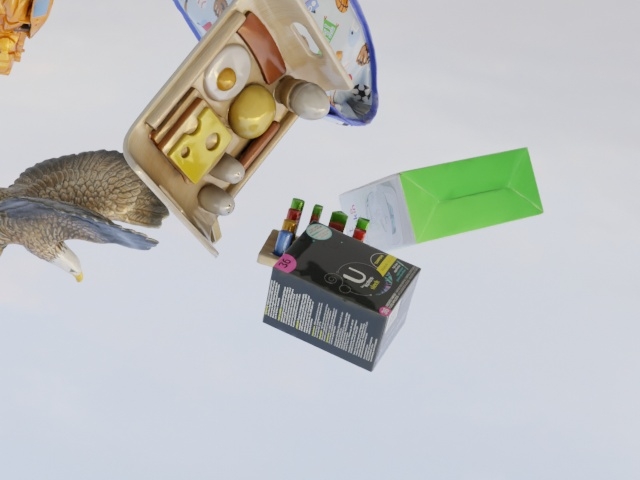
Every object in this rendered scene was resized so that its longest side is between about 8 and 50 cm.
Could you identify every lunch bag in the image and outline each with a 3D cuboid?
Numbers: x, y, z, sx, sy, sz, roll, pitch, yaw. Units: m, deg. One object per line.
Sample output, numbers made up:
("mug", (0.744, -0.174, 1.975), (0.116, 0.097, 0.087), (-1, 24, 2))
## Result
("lunch bag", (-0.074, -0.400, 2.275), (0.327, 0.385, 0.239), (23, -114, 40))

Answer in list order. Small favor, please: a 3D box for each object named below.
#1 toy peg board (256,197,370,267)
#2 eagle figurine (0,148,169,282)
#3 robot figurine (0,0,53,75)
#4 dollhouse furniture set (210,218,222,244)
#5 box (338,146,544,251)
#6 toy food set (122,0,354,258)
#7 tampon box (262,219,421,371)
("toy peg board", (0.000, 0.000, 1.689), (0.161, 0.079, 0.160), (16, -165, 2))
("eagle figurine", (-0.376, -0.030, 1.592), (0.298, 0.225, 0.226), (-25, -115, 13))
("robot figurine", (-0.317, -0.256, 0.989), (0.211, 0.291, 0.085), (4, -113, -20))
("dollhouse furniture set", (-0.201, -0.048, 1.855), (0.081, 0.114, 0.091), (-10, 174, -39))
("box", (0.201, -0.065, 1.912), (0.262, 0.127, 0.231), (-13, 178, -26))
("toy food set", (-0.095, -0.150, 1.429), (0.092, 0.220, 0.306), (29, -104, 37))
("tampon box", (0.027, 0.070, 1.436), (0.161, 0.101, 0.120), (24, -141, 13))
